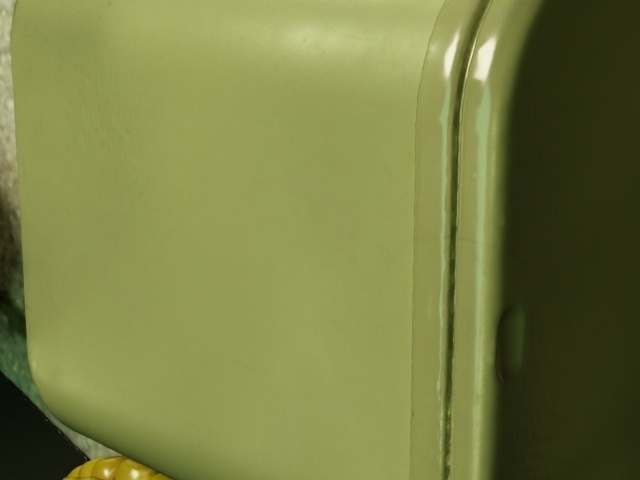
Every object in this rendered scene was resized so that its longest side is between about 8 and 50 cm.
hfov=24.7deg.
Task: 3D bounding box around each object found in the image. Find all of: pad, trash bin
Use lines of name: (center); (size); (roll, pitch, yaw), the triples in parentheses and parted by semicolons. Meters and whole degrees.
pad: (-0.186, 0.119, 0.813); (0.157, 0.003, 0.112); (38, 125, 27)
trash bin: (0.000, 0.000, 0.545); (0.247, 0.121, 0.243); (13, 110, 42)

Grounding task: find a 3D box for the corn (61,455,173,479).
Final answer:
corn: (-0.150, 0.211, 0.722); (0.387, 0.144, 0.144); (-33, 80, 45)
